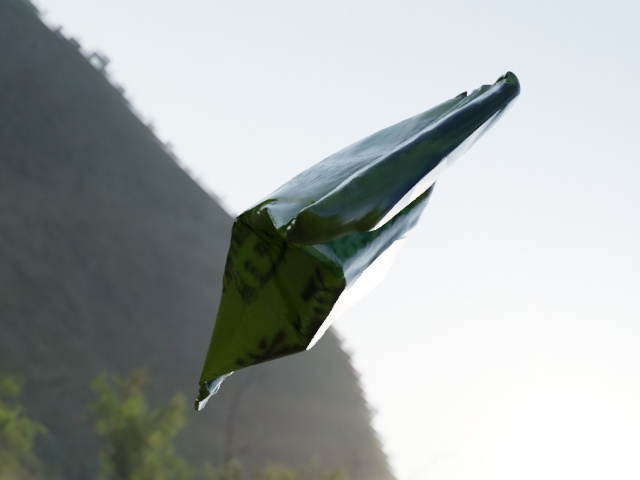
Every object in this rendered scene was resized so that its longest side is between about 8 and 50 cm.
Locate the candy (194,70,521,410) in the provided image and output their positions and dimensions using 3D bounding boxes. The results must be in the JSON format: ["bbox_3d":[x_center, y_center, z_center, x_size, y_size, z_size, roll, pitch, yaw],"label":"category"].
[{"bbox_3d":[0.000,0.000,0.889,0.069,0.149,0.246,45,-34,10],"label":"candy"}]
